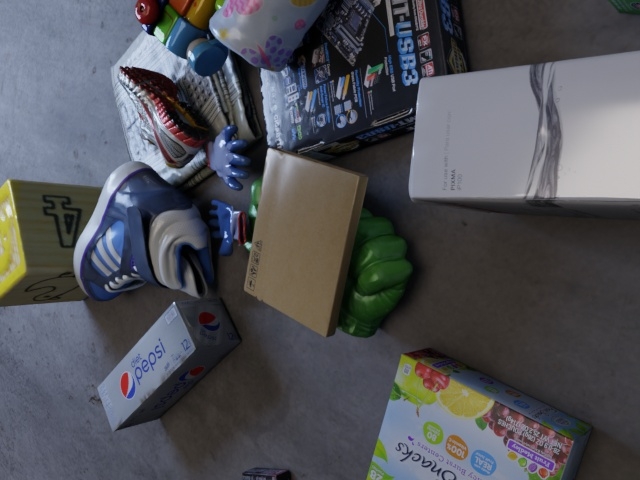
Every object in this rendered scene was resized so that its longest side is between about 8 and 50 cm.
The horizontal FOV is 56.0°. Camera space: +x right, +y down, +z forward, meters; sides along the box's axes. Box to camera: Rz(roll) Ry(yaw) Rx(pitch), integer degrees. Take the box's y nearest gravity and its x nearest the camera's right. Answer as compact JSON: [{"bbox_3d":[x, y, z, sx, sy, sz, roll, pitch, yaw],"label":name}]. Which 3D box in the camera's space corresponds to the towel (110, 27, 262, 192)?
[{"bbox_3d":[-0.253,-0.247,1.047,0.324,0.056,0.312,-26,73,36],"label":"towel"}]

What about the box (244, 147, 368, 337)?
[{"bbox_3d":[-0.025,-0.002,0.752,0.165,0.021,0.201,24,108,41],"label":"box"}]

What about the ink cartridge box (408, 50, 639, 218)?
[{"bbox_3d":[0.249,-0.080,0.525,0.283,0.207,0.117,5,92,40],"label":"ink cartridge box"}]

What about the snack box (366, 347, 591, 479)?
[{"bbox_3d":[0.169,0.244,0.679,0.207,0.070,0.174,23,104,39],"label":"snack box"}]

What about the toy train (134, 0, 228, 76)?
[{"bbox_3d":[-0.154,-0.375,0.878,0.143,0.105,0.248,49,117,21],"label":"toy train"}]

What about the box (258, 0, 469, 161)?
[{"bbox_3d":[0.039,-0.271,0.792,0.294,0.073,0.295,-13,80,38],"label":"box"}]

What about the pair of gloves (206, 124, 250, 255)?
[{"bbox_3d":[-0.138,-0.071,0.900,0.159,0.023,0.198,15,108,63],"label":"pair of gloves"}]

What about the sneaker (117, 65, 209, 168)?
[{"bbox_3d":[-0.275,-0.207,0.987,0.225,0.088,0.092,52,125,26],"label":"sneaker"}]

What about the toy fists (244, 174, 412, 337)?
[{"bbox_3d":[0.000,0.000,0.807,0.279,0.096,0.142,38,112,35],"label":"toy fists"}]

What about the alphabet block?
[{"bbox_3d":[-0.538,0.008,1.189,0.192,0.197,0.193,-32,70,36],"label":"alphabet block"}]

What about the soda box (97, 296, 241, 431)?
[{"bbox_3d":[-0.263,0.212,1.022,0.286,0.098,0.091,-45,64,31],"label":"soda box"}]

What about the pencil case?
[{"bbox_3d":[-0.029,-0.344,0.735,0.273,0.114,0.124,-53,45,25],"label":"pencil case"}]

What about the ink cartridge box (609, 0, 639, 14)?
[{"bbox_3d":[0.343,-0.240,0.481,0.220,0.160,0.092,22,103,37],"label":"ink cartridge box"}]

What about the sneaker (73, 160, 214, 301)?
[{"bbox_3d":[-0.297,0.049,1.035,0.236,0.130,0.322,44,125,22],"label":"sneaker"}]

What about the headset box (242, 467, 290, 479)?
[{"bbox_3d":[-0.076,0.379,0.907,0.083,0.032,0.062,-15,81,38],"label":"headset box"}]
